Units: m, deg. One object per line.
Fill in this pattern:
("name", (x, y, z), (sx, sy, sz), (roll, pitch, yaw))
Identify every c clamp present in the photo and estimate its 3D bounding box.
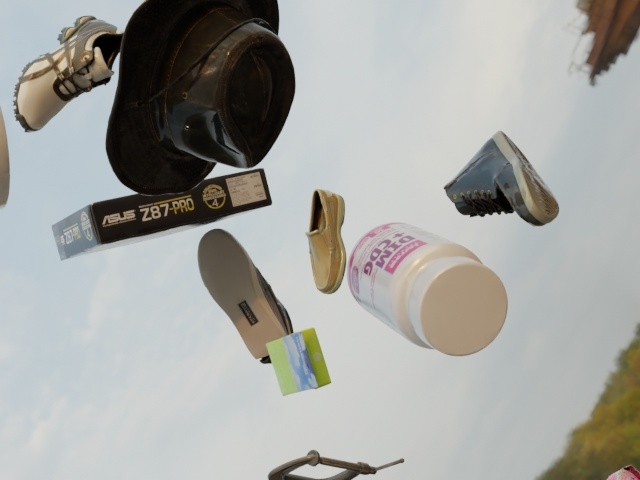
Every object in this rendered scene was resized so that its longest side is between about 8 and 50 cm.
("c clamp", (0.012, 0.314, 1.338), (0.161, 0.022, 0.137), (18, -41, -39))

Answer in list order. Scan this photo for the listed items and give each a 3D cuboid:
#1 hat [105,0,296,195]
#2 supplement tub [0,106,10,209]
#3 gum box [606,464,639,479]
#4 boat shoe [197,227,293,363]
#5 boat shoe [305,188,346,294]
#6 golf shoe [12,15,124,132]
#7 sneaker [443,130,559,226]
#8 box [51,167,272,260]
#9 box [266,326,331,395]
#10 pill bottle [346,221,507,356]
("hat", (-0.112, -0.180, 1.199), (0.331, 0.134, 0.331), (-45, -27, -31))
("supplement tub", (-0.636, -0.123, 1.380), (0.331, 0.241, 0.241), (-9, -51, -31))
("gum box", (0.467, 0.423, 1.399), (0.062, 0.188, 0.107), (-35, -15, -49))
("boat shoe", (-0.175, 0.123, 2.288), (0.127, 0.340, 0.158), (-24, 4, 9))
("boat shoe", (0.000, 0.000, 1.720), (0.072, 0.068, 0.189), (22, -120, -48))
("golf shoe", (-0.339, -0.228, 1.321), (0.198, 0.094, 0.077), (-61, -35, -21))
("sneaker", (0.245, -0.055, 1.328), (0.118, 0.083, 0.222), (-43, 22, 18))
("box", (-0.346, -0.055, 2.098), (0.395, 0.318, 0.097), (-15, -91, -29))
("box", (-0.039, 0.225, 1.790), (0.042, 0.109, 0.178), (-15, -7, -27))
("pill bottle", (0.156, 0.070, 1.451), (0.160, 0.160, 0.283), (-60, 20, 0))
